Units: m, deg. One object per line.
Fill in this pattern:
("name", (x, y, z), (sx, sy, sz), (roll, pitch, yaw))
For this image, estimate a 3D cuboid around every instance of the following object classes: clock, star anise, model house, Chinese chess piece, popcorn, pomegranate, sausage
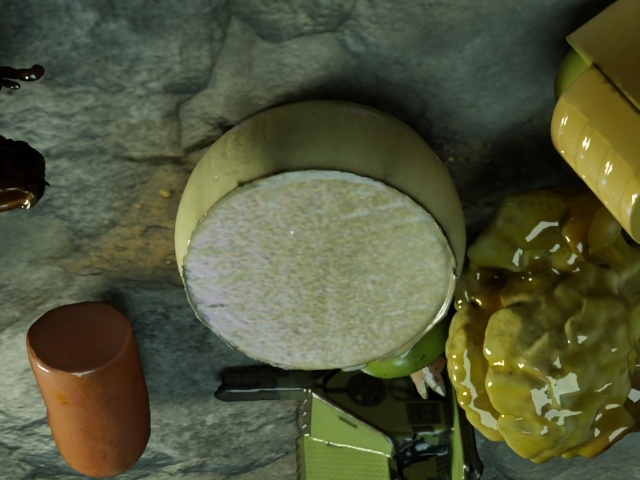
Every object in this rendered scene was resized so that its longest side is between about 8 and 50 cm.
("clock", (0.355, -0.061, 1.304), (0.200, 0.244, 0.317), (-38, 141, 10))
("star anise", (-0.322, -0.079, 1.208), (0.220, 0.126, 0.190), (11, 115, 9))
("model house", (0.022, 0.234, 1.641), (0.279, 0.218, 0.205), (-1, 140, -6))
("Chinese chess piece", (0.000, 0.000, 1.358), (0.270, 0.112, 0.270), (0, 130, 0))
("popcorn", (0.235, 0.081, 1.451), (0.265, 0.225, 0.332), (-48, 141, -24))
("pomegranate", (0.094, 0.091, 1.526), (0.159, 0.129, 0.129), (27, 131, -26))
("sausage", (-0.243, 0.172, 1.580), (0.114, 0.113, 0.259), (-7, 143, -4))
